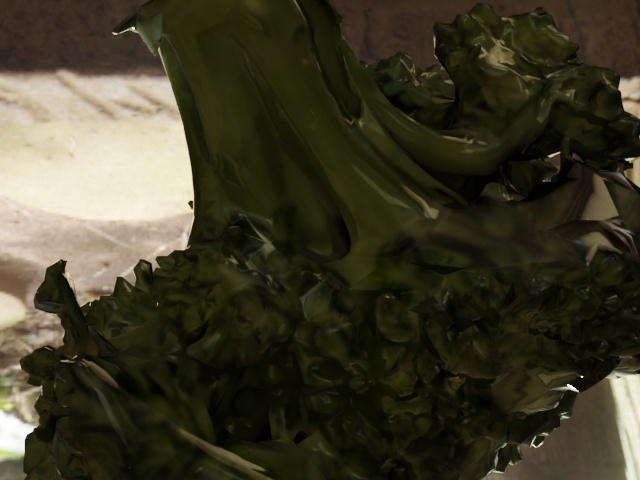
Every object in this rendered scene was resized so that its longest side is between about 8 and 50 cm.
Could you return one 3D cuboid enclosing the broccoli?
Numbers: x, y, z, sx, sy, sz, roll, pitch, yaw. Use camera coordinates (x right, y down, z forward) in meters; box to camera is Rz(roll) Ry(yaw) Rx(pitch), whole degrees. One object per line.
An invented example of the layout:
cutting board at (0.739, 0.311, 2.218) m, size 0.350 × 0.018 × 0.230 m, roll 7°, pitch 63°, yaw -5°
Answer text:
broccoli at (0.019, 0.013, 0.456) m, size 0.339 × 0.317 × 0.277 m, roll 6°, pitch -170°, yaw -6°
